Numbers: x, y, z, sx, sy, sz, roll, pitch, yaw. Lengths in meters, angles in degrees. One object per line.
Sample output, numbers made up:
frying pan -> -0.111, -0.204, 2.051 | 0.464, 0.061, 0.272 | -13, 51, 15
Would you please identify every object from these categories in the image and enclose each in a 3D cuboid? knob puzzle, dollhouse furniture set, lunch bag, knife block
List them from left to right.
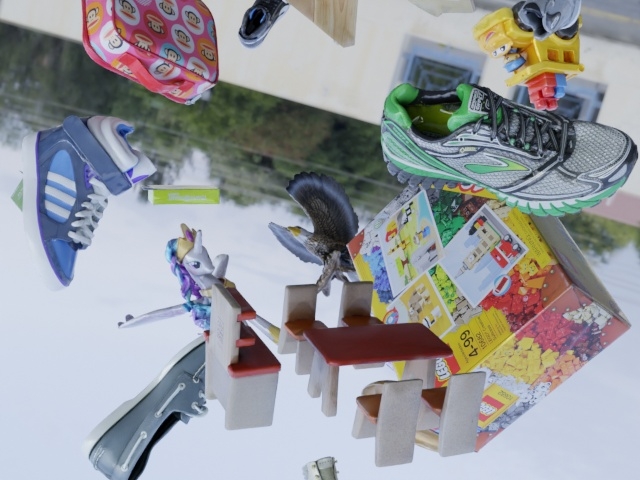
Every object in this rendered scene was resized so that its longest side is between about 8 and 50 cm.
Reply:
lunch bag -> -0.327, -0.399, 1.837 | 0.120, 0.258, 0.293 | -27, 149, 31
dollhouse furniture set -> 0.014, 0.114, 0.995 | 0.259, 0.135, 0.262 | -2, -160, -24
knife block -> 0.030, -0.530, 1.763 | 0.276, 0.242, 0.088 | 30, -162, -45
knob puzzle -> 0.183, -0.487, 1.652 | 0.213, 0.030, 0.213 | 37, 155, 20

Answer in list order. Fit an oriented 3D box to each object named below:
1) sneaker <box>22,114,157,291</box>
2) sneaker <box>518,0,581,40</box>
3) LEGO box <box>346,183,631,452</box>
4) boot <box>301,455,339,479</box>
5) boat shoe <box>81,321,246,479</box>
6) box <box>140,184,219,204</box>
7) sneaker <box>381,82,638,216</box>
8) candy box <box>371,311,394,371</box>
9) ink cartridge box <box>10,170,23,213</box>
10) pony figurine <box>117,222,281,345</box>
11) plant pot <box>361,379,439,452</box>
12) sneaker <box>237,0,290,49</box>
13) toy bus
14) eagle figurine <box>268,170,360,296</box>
sneaker -> -0.421, -0.081, 1.746 | 0.236, 0.322, 0.130 | -11, 165, 3
sneaker -> 0.385, -0.434, 1.551 | 0.086, 0.228, 0.132 | 24, -130, 34
LEGO box -> 0.293, 0.081, 1.785 | 0.193, 0.372, 0.500 | 32, -156, -33
boot -> 0.027, 0.529, 1.925 | 0.077, 0.165, 0.213 | -1, 165, -28
boat shoe -> -0.220, 0.256, 1.460 | 0.099, 0.319, 0.116 | 44, 166, 24
box -> -0.337, -0.110, 2.231 | 0.178, 0.042, 0.109 | -1, -172, -16
sneaker -> 0.236, -0.126, 1.222 | 0.344, 0.134, 0.146 | 8, 152, 19
candy box -> 0.153, 0.205, 2.152 | 0.070, 0.164, 0.196 | -34, -127, -23
ink cartridge box -> -0.606, -0.081, 2.037 | 0.109, 0.062, 0.209 | 33, 179, -34
pony figurine -> -0.248, 0.151, 2.102 | 0.363, 0.303, 0.351 | 51, 145, -2
plant pot -> 0.193, 0.353, 1.898 | 0.236, 0.032, 0.236 | 25, 151, 15
sneaker -> -0.124, -0.565, 2.251 | 0.079, 0.216, 0.121 | 28, 177, -3
toy bus -> 0.451, -0.386, 2.000 | 0.220, 0.211, 0.149 | 0, 170, -27
eagle figurine -> -0.006, -0.007, 2.353 | 0.226, 0.225, 0.298 | -23, -141, 1
